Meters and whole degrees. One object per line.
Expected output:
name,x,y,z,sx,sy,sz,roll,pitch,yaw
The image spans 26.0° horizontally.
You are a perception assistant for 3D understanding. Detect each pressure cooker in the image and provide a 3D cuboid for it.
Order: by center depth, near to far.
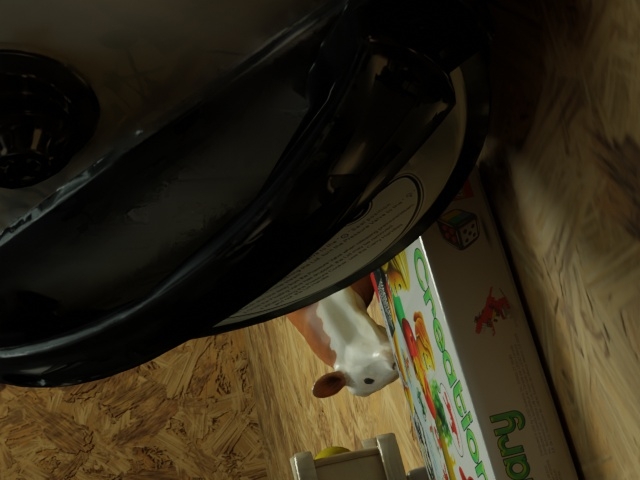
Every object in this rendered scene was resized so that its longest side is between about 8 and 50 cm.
pressure cooker,-0.107,-0.132,0.762,0.370,0.376,0.420,104,157,-53

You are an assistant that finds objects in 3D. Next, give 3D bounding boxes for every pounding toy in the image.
pounding toy,-0.006,0.225,1.059,0.269,0.155,0.154,-122,21,-79

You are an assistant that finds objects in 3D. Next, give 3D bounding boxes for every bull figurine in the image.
bull figurine,0.000,0.000,1.236,0.310,0.101,0.188,-120,23,-56

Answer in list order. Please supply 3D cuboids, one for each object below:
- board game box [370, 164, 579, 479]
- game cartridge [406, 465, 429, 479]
board game box,0.104,0.125,0.888,0.193,0.053,0.305,101,155,-69
game cartridge,0.121,0.379,1.067,0.230,0.068,0.355,82,178,-54
